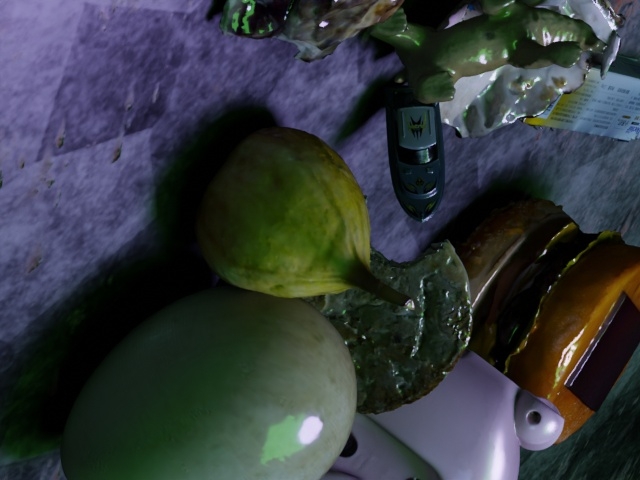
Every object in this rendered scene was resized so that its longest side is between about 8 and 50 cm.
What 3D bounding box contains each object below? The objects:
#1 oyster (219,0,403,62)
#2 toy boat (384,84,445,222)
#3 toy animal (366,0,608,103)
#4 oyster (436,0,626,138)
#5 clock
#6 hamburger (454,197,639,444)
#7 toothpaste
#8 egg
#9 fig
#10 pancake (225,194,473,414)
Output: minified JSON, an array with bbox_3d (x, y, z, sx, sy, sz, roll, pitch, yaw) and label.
[{"bbox_3d":[0.057,-0.255,1.437,0.275,0.100,0.271,-28,162,-42],"label":"oyster"},{"bbox_3d":[0.094,-0.085,1.669,0.055,0.141,0.060,-3,166,-2],"label":"toy boat"},{"bbox_3d":[0.161,-0.185,1.609,0.219,0.103,0.101,-15,171,5],"label":"toy animal"},{"bbox_3d":[0.189,-0.205,1.705,0.223,0.083,0.214,-26,134,8],"label":"oyster"},{"bbox_3d":[0.059,0.236,1.827,0.325,0.342,0.184,-53,163,2],"label":"clock"},{"bbox_3d":[0.253,0.089,2.031,0.291,0.225,0.291,-41,151,-29],"label":"hamburger"},{"bbox_3d":[0.300,-0.171,1.929,0.313,0.071,0.089,2,122,-56],"label":"toothpaste"},{"bbox_3d":[-0.108,0.164,1.610,0.295,0.218,0.218,-26,152,2],"label":"egg"},{"bbox_3d":[0.000,0.000,1.524,0.159,0.257,0.159,-22,129,-30],"label":"fig"},{"bbox_3d":[0.025,0.069,1.695,0.253,0.254,0.037,-63,-178,26],"label":"pancake"}]
